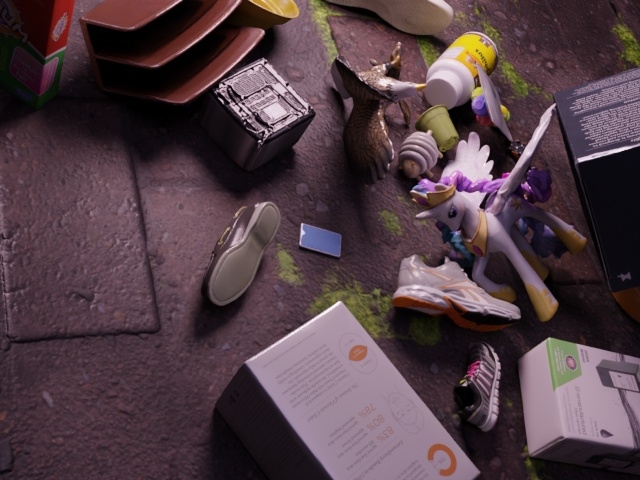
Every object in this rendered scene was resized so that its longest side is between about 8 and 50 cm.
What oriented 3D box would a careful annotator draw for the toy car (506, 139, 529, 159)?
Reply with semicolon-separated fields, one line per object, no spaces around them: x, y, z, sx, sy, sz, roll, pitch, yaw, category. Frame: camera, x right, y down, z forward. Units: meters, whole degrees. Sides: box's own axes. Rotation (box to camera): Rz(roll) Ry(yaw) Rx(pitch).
0.444;-0.175;1.912;0.122;0.060;0.040;-58;137;-23;toy car

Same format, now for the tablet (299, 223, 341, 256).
0.000;0.000;1.588;0.083;0.006;0.054;16;53;-16;tablet

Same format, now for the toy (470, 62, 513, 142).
0.374;-0.297;1.870;0.237;0.056;0.137;8;66;-64;toy

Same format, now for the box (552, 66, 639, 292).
0.626;-0.137;1.688;0.395;0.212;0.294;-74;145;-60;box

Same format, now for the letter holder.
-0.264;-0.403;1.585;0.214;0.152;0.302;16;46;24;letter holder

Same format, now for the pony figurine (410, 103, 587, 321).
0.363;-0.065;1.666;0.363;0.303;0.351;43;58;-13;pony figurine

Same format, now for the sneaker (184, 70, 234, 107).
-0.222;-0.311;1.656;0.073;0.063;0.162;37;51;-3;sneaker

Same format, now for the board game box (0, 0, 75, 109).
-0.538;-0.402;1.400;0.242;0.316;0.064;34;50;0;board game box

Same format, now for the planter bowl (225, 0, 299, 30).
-0.160;-0.506;1.780;0.217;0.090;0.217;28;29;-17;planter bowl

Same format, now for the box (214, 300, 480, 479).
0.036;0.307;1.294;0.215;0.168;0.345;-29;73;-37;box

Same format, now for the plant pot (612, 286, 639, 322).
0.755;0.060;1.784;0.205;0.188;0.205;13;56;-20;plant pot

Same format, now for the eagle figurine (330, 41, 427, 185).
0.105;-0.284;1.687;0.226;0.225;0.298;43;43;-8;eagle figurine

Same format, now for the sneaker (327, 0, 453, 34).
0.161;-0.615;1.998;0.350;0.131;0.148;19;57;-13;sneaker

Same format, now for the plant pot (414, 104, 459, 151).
0.262;-0.239;1.820;0.083;0.083;0.079;-15;62;-33;plant pot

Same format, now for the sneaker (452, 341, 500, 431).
0.279;0.257;1.511;0.074;0.063;0.170;19;57;-21;sneaker

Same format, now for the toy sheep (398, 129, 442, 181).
0.210;-0.183;1.763;0.091;0.091;0.132;30;56;-4;toy sheep

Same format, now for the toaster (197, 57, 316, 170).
-0.130;-0.242;1.621;0.168;0.110;0.185;45;51;10;toaster

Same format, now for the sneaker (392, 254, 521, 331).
0.266;0.093;1.583;0.262;0.099;0.121;15;63;-17;sneaker

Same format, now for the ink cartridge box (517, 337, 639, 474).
0.522;0.313;1.556;0.272;0.115;0.198;13;54;-18;ink cartridge box

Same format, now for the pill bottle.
0.322;-0.389;1.932;0.117;0.117;0.215;39;51;3;pill bottle

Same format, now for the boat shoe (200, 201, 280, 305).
-0.149;0.024;1.464;0.081;0.068;0.228;59;46;-33;boat shoe
